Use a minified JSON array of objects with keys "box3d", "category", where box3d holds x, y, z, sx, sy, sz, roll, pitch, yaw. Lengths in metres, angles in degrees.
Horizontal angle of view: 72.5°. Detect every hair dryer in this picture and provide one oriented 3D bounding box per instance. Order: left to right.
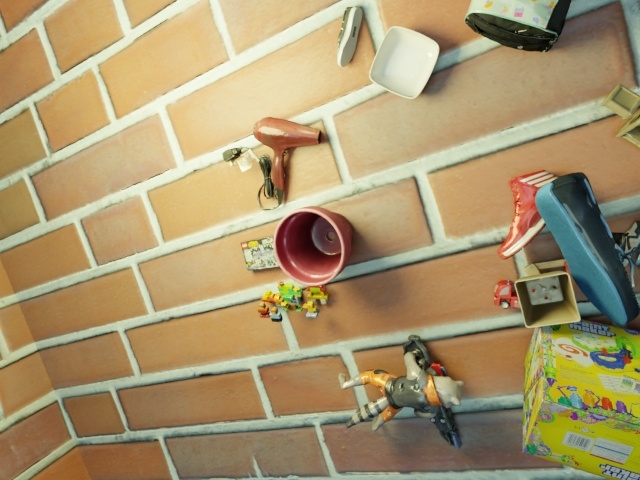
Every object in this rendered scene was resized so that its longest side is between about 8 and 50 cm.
[{"box3d":[-0.116,-0.238,1.234,0.293,0.080,0.224,-30,106,31],"category":"hair dryer"}]

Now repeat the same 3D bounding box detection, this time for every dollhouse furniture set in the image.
[{"box3d":[0.688,-0.279,0.890,0.182,0.101,0.161,38,89,10],"category":"dollhouse furniture set"}]

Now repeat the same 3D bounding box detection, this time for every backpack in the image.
[{"box3d":[0.401,-0.480,0.897,0.188,0.166,0.145,15,107,15],"category":"backpack"}]

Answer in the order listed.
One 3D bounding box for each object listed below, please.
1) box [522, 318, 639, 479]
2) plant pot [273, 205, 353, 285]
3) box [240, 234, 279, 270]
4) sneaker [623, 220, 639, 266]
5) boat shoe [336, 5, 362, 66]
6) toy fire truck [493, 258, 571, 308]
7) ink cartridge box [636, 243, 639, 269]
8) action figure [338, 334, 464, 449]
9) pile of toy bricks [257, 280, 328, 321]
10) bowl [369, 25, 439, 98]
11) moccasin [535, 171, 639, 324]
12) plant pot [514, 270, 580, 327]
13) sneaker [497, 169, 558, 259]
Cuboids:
[{"box3d":[0.605,0.329,0.928,0.289,0.279,0.177,11,125,20],"category":"box"},{"box3d":[0.000,0.000,1.168,0.201,0.180,0.201,5,105,21],"category":"plant pot"},{"box3d":[-0.172,0.037,1.332,0.137,0.027,0.094,-10,98,24],"category":"box"},{"box3d":[0.679,0.005,0.971,0.043,0.040,0.109,22,110,18],"category":"sneaker"},{"box3d":[0.066,-0.512,1.097,0.040,0.049,0.142,30,111,34],"category":"boat shoe"},{"box3d":[0.524,0.103,1.053,0.192,0.047,0.135,5,104,22],"category":"toy fire truck"},{"box3d":[0.772,0.039,0.745,0.285,0.395,0.166,5,105,21],"category":"ink cartridge box"},{"box3d":[0.245,0.456,1.187,0.330,0.178,0.341,-30,88,35],"category":"action figure"},{"box3d":[-0.094,0.161,1.272,0.212,0.118,0.105,-1,122,22],"category":"pile of toy bricks"},{"box3d":[0.206,-0.426,1.053,0.142,0.053,0.142,30,112,14],"category":"bowl"},{"box3d":[0.589,0.014,0.910,0.116,0.138,0.342,-31,100,-3],"category":"moccasin"},{"box3d":[0.507,0.123,0.984,0.109,0.096,0.109,-15,94,26],"category":"plant pot"},{"box3d":[0.470,-0.069,1.027,0.128,0.087,0.221,44,102,16],"category":"sneaker"}]
